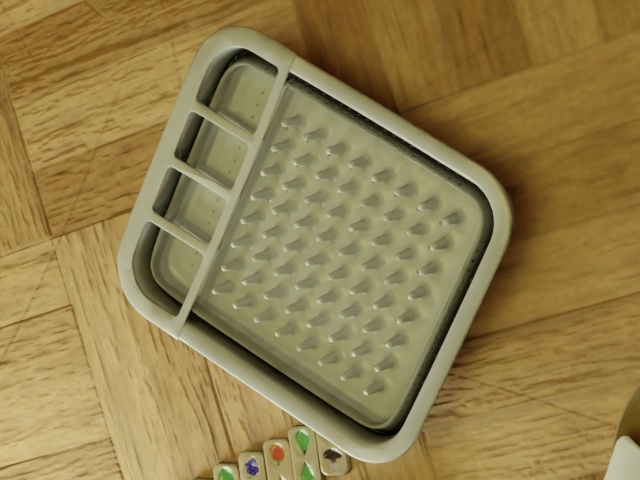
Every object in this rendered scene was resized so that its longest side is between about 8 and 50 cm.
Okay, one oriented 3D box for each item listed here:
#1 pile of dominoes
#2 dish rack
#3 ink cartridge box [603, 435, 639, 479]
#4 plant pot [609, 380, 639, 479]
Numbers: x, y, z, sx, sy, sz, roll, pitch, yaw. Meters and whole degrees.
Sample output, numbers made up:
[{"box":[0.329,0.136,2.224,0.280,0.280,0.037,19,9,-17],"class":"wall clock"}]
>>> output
[{"box":[-0.043,0.284,1.743,0.251,0.040,0.196,-29,82,30],"class":"pile of dominoes"},{"box":[0.000,0.000,1.657,0.333,0.072,0.286,33,112,23],"class":"dish rack"},{"box":[0.205,0.353,1.509,0.207,0.119,0.354,40,121,44],"class":"ink cartridge box"},{"box":[0.320,0.195,1.480,0.236,0.032,0.236,3,94,50],"class":"plant pot"}]
